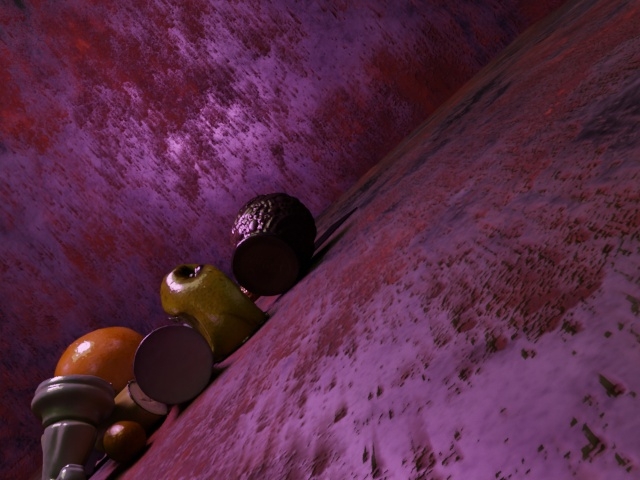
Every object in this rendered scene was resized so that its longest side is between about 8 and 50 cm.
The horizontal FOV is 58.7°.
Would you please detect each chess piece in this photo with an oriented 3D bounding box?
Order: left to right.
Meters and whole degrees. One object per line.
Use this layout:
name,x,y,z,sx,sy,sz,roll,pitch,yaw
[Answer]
chess piece,-0.525,0.443,1.176,0.176,0.176,0.298,-39,42,33

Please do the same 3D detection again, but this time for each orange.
orange,-0.410,0.418,1.184,0.095,0.085,0.085,-25,14,35

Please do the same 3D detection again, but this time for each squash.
squash,-0.466,0.429,1.343,0.186,0.123,0.123,-44,5,4

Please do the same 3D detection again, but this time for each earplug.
earplug,-0.357,0.306,1.383,0.172,0.172,0.301,-44,0,-21

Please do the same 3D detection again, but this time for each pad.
pad,0.000,0.000,2.032,0.300,0.005,0.202,-46,5,-32

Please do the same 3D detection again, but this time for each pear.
pear,-0.292,0.170,1.456,0.164,0.255,0.238,-44,10,-31

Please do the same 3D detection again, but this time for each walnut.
walnut,-0.257,0.187,2.050,0.096,0.082,0.079,-42,-23,19

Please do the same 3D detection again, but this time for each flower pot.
flower pot,-0.144,0.020,1.666,0.266,0.266,0.267,-41,17,17

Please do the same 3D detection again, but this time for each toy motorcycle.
toy motorcycle,-0.618,0.571,1.515,0.225,0.073,0.152,-46,20,7

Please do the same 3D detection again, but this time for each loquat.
loquat,-0.558,0.353,1.482,0.263,0.263,0.263,-42,5,4

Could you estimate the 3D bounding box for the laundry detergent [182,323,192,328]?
laundry detergent,-0.384,0.297,1.852,0.264,0.125,0.398,-40,3,35
